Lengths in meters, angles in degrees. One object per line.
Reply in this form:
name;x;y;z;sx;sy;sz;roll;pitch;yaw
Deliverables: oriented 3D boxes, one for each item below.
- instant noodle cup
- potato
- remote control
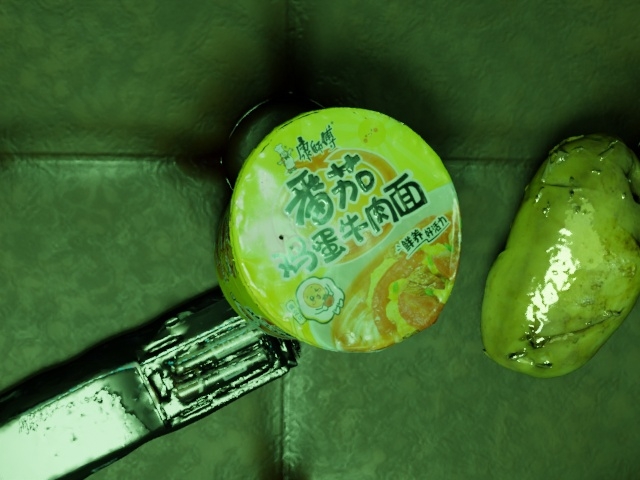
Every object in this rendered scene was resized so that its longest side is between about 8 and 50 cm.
instant noodle cup;0.000;0.000;1.419;0.264;0.200;0.264;3;81;-18
potato;0.295;0.020;1.507;0.173;0.140;0.300;20;96;-3
remote control;-0.218;0.182;1.505;0.398;0.062;0.145;-27;96;-4
